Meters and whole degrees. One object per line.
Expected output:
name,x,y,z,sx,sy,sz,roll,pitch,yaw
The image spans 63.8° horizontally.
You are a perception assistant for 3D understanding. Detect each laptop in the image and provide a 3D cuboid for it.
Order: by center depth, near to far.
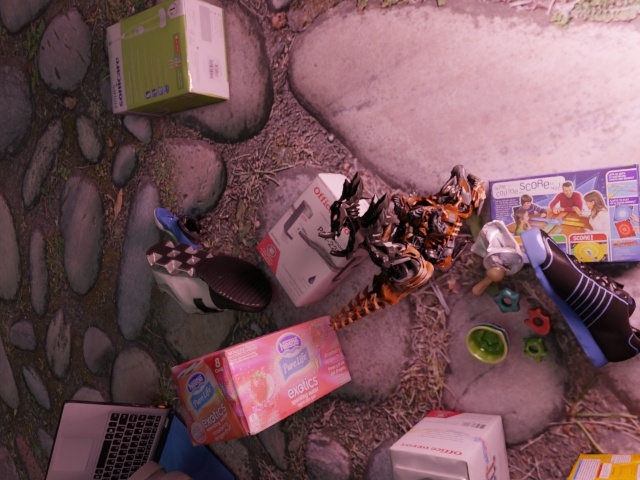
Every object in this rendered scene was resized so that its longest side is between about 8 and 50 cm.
laptop,-0.479,0.641,1.307,0.381,0.408,0.236,-68,26,19

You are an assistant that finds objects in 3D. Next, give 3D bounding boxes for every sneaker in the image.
sneaker,0.373,0.068,0.722,0.091,0.081,0.232,-32,97,24
sneaker,-0.246,0.113,1.172,0.331,0.122,0.146,19,125,28
sneaker,-0.340,-0.044,1.243,0.152,0.058,0.084,48,125,17

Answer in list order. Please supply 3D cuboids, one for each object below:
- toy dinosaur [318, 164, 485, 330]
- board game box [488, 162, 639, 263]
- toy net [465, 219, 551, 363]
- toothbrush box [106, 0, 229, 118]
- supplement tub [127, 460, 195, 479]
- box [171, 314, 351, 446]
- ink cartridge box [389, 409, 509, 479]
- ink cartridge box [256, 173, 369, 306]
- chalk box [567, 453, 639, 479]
toy dinosaur,0.127,0.012,0.821,0.164,0.218,0.321,6,64,62
board game box,0.359,-0.035,0.765,0.201,0.035,0.136,-2,93,35
toy net,0.285,0.085,0.793,0.122,0.045,0.232,6,113,37
toothbrush box,-0.355,-0.409,1.183,0.284,0.122,0.206,-2,93,35
supplement tub,-0.309,0.670,1.139,0.325,0.235,0.235,29,111,12
box,-0.097,0.248,0.951,0.154,0.300,0.142,-24,81,35
ink cartridge box,0.209,0.365,0.821,0.128,0.176,0.127,-7,90,36
ink cartridge box,0.000,0.000,0.989,0.218,0.092,0.158,-46,69,27
chalk box,0.434,0.417,0.695,0.132,0.132,0.212,-17,83,35
